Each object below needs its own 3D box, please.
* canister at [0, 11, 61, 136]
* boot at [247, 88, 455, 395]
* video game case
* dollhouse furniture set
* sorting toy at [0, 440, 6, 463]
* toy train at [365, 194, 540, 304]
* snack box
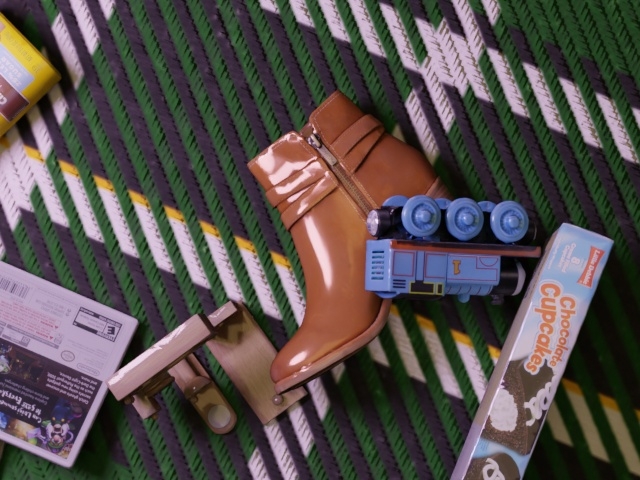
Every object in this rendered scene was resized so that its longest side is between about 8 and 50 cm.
[{"bbox_3d":[-0.376,-0.158,1.866,0.170,0.073,0.126,-45,85,-3],"label":"canister"},{"bbox_3d":[0.000,0.000,1.803,0.283,0.109,0.220,-43,90,-7],"label":"boot"},{"bbox_3d":[-0.312,0.125,1.839,0.190,0.022,0.173,23,72,1],"label":"video game case"},{"bbox_3d":[-0.113,0.150,1.785,0.144,0.151,0.123,-36,84,2],"label":"dollhouse furniture set"},{"bbox_3d":[-0.410,0.240,1.846,0.132,0.046,0.274,14,86,4],"label":"sorting toy"},{"bbox_3d":[0.131,0.010,1.753,0.184,0.080,0.105,3,90,-22],"label":"toy train"},{"bbox_3d":[0.201,0.146,1.749,0.060,0.187,0.321,22,87,4],"label":"snack box"}]
